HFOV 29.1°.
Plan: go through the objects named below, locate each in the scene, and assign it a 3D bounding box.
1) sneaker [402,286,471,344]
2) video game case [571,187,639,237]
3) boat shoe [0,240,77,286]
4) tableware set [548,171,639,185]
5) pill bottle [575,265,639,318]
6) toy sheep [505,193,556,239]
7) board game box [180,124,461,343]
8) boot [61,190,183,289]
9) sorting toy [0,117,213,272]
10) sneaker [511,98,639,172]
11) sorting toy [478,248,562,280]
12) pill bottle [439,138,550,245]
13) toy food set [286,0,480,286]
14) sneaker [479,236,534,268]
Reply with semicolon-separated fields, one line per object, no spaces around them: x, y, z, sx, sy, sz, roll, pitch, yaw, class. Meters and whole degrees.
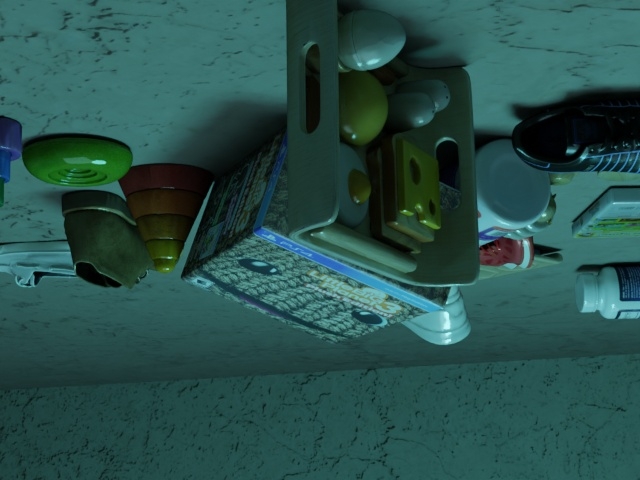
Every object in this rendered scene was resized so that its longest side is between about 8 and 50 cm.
0.105;0.029;1.866;0.108;0.169;0.292;-35;-141;-30;sneaker
0.495;-0.040;1.758;0.227;0.026;0.206;-2;167;-4;video game case
-0.443;0.040;1.898;0.184;0.063;0.066;-3;167;4;boat shoe
0.323;-0.094;1.514;0.169;0.020;0.141;-5;166;20;tableware set
0.541;0.091;2.175;0.169;0.094;0.094;-1;167;-2;pill bottle
0.251;-0.043;1.590;0.091;0.091;0.132;9;178;-38;toy sheep
0.000;0.000;1.465;0.232;0.141;0.291;24;159;-17;board game box
-0.279;0.022;1.735;0.112;0.115;0.305;-7;167;15;boot
-0.266;-0.040;1.440;0.127;0.126;0.365;-10;165;34;sorting toy
0.317;-0.110;1.307;0.232;0.081;0.090;-7;173;27;sneaker
0.265;0.033;2.035;0.208;0.038;0.193;4;166;-43;sorting toy
0.184;-0.047;1.501;0.108;0.108;0.193;4;166;-24;pill bottle
0.067;-0.090;1.054;0.092;0.219;0.306;-8;165;27;toy food set
0.234;0.005;1.790;0.128;0.087;0.221;-3;166;-1;sneaker
